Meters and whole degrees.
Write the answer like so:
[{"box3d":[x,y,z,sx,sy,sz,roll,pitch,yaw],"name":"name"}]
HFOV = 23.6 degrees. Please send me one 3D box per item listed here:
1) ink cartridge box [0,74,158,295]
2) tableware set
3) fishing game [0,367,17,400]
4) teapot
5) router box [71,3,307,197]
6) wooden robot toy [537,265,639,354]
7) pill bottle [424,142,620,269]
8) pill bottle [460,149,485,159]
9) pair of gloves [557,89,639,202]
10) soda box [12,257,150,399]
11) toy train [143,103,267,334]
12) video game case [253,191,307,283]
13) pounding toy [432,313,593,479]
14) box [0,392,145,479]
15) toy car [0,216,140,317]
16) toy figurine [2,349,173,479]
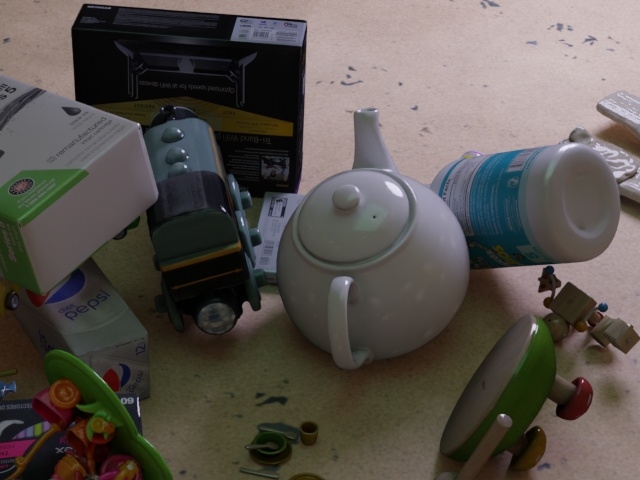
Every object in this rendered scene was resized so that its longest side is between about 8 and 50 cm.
[{"box3d":[-0.356,-0.074,1.754,0.273,0.115,0.198,21,49,32],"name":"ink cartridge box"},{"box3d":[-0.038,0.249,1.660,0.104,0.024,0.154,10,35,10],"name":"tableware set"},{"box3d":[-0.413,0.172,1.617,0.189,0.041,0.264,-12,8,13],"name":"fishing game"},{"box3d":[0.051,0.009,1.816,0.252,0.187,0.256,-38,51,-13],"name":"teapot"},{"box3d":[-0.175,-0.187,2.085,0.308,0.243,0.081,5,35,3],"name":"router box"},{"box3d":[0.308,0.103,1.879,0.079,0.076,0.173,-47,50,-5],"name":"wooden robot toy"},{"box3d":[0.233,-0.038,1.925,0.146,0.146,0.264,-29,15,-37],"name":"pill bottle"},{"box3d":[0.206,-0.089,2.143,0.043,0.043,0.083,14,37,16],"name":"pill bottle"},{"box3d":[0.461,-0.127,2.219,0.204,0.042,0.240,28,44,26],"name":"pair of gloves"},{"box3d":[-0.300,0.080,1.820,0.091,0.098,0.286,-16,40,-25],"name":"soda box"},{"box3d":[-0.154,-0.032,1.894,0.142,0.190,0.334,-14,36,-1],"name":"toy train"},{"box3d":[0.000,0.000,2.022,0.173,0.022,0.190,5,34,4],"name":"video game case"},{"box3d":[0.217,0.198,1.656,0.110,0.183,0.237,33,38,-3],"name":"pounding toy"},{"box3d":[-0.246,0.289,1.483,0.165,0.143,0.270,-4,36,-8],"name":"box"},{"box3d":[-0.328,-0.018,1.815,0.225,0.053,0.239,-16,41,-7],"name":"toy car"},{"box3d":[-0.249,0.213,1.399,0.173,0.130,0.159,44,61,10],"name":"toy figurine"}]
